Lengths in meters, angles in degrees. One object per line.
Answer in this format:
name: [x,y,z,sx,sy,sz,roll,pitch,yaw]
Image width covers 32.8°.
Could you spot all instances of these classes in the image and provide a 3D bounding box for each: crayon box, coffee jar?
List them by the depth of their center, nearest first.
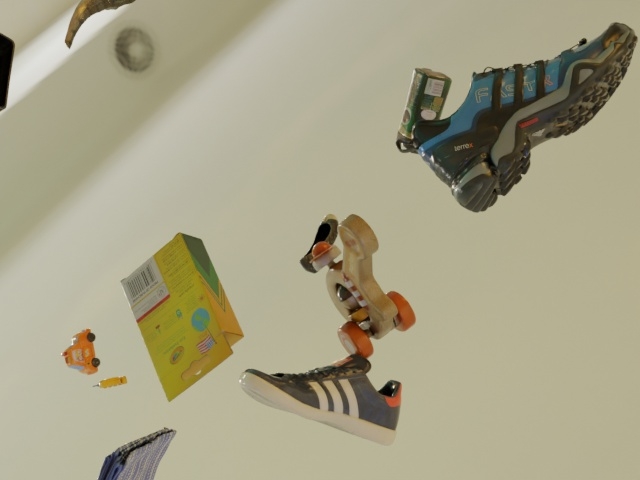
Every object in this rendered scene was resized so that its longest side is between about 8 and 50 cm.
crayon box: [-0.295,0.170,2.361,0.202,0.081,0.318,-38,-120,21]
coffee jar: [0.229,-0.287,2.429,0.096,0.079,0.184,-125,-133,-64]

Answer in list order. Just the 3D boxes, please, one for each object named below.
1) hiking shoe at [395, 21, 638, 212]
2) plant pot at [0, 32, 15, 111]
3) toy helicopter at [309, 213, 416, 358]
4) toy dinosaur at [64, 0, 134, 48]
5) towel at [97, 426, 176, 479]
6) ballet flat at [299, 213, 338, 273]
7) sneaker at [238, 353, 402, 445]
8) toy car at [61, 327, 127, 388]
hiking shoe: [0.240,-0.174,1.270,0.304,0.113,0.132,-39,-111,-14]
plant pot: [-0.715,-0.316,2.073,0.167,0.188,0.187,-33,-134,33]
toy helicopter: [0.061,0.055,2.072,0.140,0.355,0.235,-34,-118,-19]
toy dinosaur: [-0.339,-0.383,1.633,0.064,0.118,0.268,-37,-170,36]
towel: [-0.370,0.488,2.060,0.336,0.040,0.243,7,104,-80]
ballet flat: [0.000,0.000,2.441,0.057,0.049,0.173,-24,-147,40]
sneaker: [0.009,0.273,2.070,0.131,0.350,0.148,4,-107,58]
toy car: [-0.275,0.140,1.297,0.041,0.060,0.122,-7,-173,-33]
